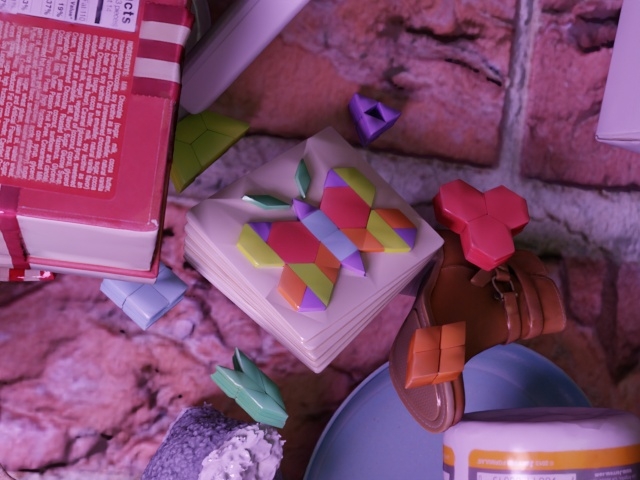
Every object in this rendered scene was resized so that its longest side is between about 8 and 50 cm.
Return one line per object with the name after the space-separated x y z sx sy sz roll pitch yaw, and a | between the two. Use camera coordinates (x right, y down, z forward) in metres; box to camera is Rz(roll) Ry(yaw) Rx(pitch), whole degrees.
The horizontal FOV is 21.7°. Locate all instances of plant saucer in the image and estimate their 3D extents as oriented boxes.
0.112 0.237 1.404 0.317 0.044 0.317 -1 92 -26 | plant saucer

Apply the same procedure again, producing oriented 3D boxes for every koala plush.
-0.096 0.226 1.222 0.203 0.196 0.221 22 85 -15 | koala plush

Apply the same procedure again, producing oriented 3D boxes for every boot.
0.131 0.069 1.347 0.152 0.073 0.197 7 51 -24 | boot

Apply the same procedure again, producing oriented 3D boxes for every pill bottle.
0.179 0.275 1.320 0.162 0.162 0.278 -2 89 -27 | pill bottle

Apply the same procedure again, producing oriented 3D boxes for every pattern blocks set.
0.000 0.000 1.264 0.285 0.026 0.325 34 49 3 | pattern blocks set

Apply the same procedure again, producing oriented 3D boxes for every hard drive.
0.007 -0.217 1.177 0.040 0.307 0.203 41 63 -8 | hard drive

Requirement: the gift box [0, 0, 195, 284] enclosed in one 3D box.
-0.217 -0.116 1.075 0.276 0.258 0.255 12 80 -4 | gift box

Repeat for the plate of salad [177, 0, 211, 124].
-0.170 -0.157 1.251 0.200 0.048 0.200 -1 92 -26 | plate of salad

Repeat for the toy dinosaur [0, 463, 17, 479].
-0.336 0.105 1.074 0.296 0.200 0.127 29 39 -48 | toy dinosaur

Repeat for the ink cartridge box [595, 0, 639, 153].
0.399 -0.151 1.499 0.273 0.114 0.197 14 86 -27 | ink cartridge box
